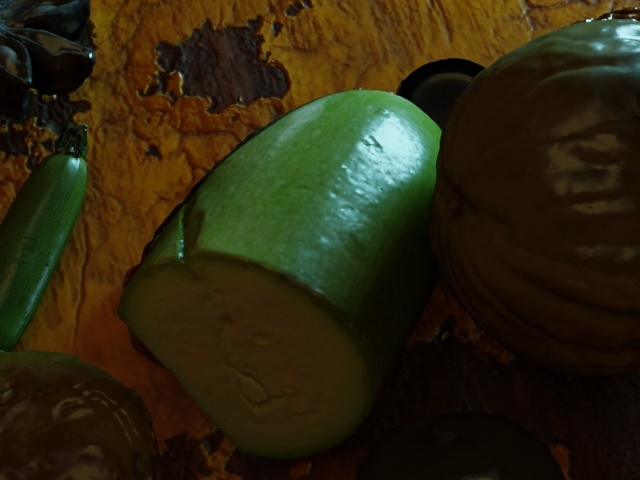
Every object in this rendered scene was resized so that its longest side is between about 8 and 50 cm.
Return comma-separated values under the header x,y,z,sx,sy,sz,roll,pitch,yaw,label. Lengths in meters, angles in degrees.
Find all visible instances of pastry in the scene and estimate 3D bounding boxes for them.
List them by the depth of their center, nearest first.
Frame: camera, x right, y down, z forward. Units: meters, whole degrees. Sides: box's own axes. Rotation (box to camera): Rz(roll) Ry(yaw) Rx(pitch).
x,y,z,sx,sy,sz,roll,pitch,yaw,label
-0.281,0.219,1.323,0.310,0.162,0.255,12,66,12,pastry

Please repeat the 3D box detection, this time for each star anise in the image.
x,y,z,sx,sy,sz,roll,pitch,yaw,label
-0.340,-0.185,1.541,0.236,0.109,0.223,28,48,31,star anise

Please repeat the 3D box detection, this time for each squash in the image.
x,y,z,sx,sy,sz,roll,pitch,yaw,label
0.000,0.000,1.381,0.210,0.234,0.309,-26,25,36,squash
-0.278,0.005,1.470,0.066,0.066,0.252,17,69,12,squash

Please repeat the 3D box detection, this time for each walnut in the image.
x,y,z,sx,sy,sz,roll,pitch,yaw,label
0.251,-0.034,1.296,0.332,0.333,0.333,-2,66,4,walnut

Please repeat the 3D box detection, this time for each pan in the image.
x,y,z,sx,sy,sz,roll,pitch,yaw,label
0.156,-0.091,1.490,0.114,0.040,0.212,-32,64,-10,pan

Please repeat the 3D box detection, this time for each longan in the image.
x,y,z,sx,sy,sz,roll,pitch,yaw,label
0.116,0.223,1.283,0.187,0.167,0.167,-32,58,38,longan

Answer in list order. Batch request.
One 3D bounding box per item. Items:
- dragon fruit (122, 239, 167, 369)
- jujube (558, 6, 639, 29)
x,y,z,sx,sy,sz,roll,pitch,yaw,label
-0.120,0.038,1.421,0.153,0.111,0.153,-2,62,3,dragon fruit
0.275,-0.162,1.478,0.176,0.109,0.112,-24,84,-17,jujube
